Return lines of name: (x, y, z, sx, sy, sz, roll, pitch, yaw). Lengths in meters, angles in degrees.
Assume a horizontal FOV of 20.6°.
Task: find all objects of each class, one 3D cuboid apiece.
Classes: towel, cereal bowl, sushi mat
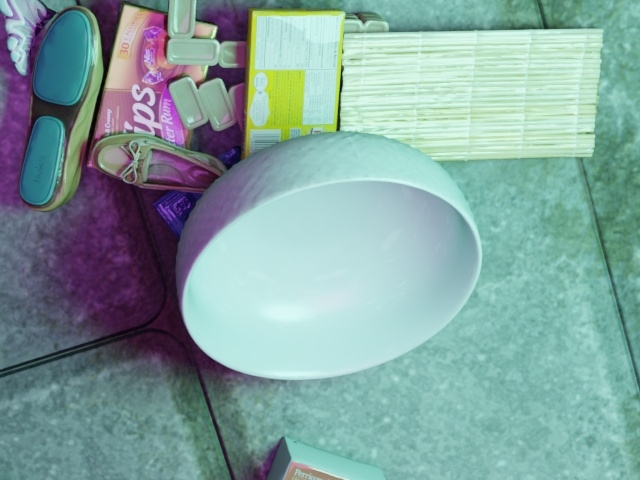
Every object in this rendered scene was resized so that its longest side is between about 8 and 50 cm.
towel: (-0.124, -0.050, 2.007, 0.119, 0.029, 0.067, -36, 104, 2)
cereal bowl: (0.000, 0.000, 1.935, 0.339, 0.141, 0.339, -9, 140, -8)
sushi mat: (0.172, -0.163, 1.997, 0.316, 0.019, 0.151, -3, 104, -15)

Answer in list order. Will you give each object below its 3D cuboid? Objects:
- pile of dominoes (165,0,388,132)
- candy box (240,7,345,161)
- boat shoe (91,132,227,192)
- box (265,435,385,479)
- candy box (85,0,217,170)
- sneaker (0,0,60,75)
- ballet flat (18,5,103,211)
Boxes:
pile of dominoes: (-0.052, -0.215, 1.954, 0.251, 0.040, 0.196, 1, 110, -16)
candy box: (-0.033, -0.154, 1.944, 0.105, 0.027, 0.206, -2, 111, -18)
boat shoe: (-0.174, -0.080, 1.931, 0.153, 0.048, 0.056, 15, 100, -12)
box: (-0.011, 0.337, 2.071, 0.130, 0.091, 0.170, 20, 99, -10)
candy box: (-0.189, -0.162, 1.963, 0.109, 0.053, 0.186, 13, 99, -12)
sneaker: (-0.313, -0.233, 1.941, 0.069, 0.038, 0.098, -13, 104, -3)
ballet flat: (-0.283, -0.146, 1.950, 0.080, 0.073, 0.232, 21, 102, 21)
